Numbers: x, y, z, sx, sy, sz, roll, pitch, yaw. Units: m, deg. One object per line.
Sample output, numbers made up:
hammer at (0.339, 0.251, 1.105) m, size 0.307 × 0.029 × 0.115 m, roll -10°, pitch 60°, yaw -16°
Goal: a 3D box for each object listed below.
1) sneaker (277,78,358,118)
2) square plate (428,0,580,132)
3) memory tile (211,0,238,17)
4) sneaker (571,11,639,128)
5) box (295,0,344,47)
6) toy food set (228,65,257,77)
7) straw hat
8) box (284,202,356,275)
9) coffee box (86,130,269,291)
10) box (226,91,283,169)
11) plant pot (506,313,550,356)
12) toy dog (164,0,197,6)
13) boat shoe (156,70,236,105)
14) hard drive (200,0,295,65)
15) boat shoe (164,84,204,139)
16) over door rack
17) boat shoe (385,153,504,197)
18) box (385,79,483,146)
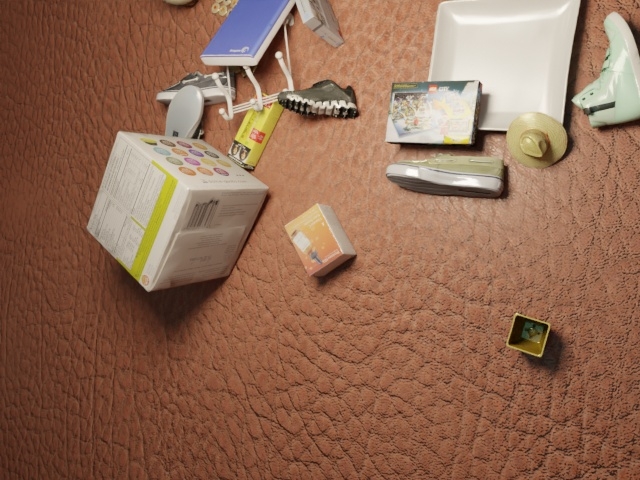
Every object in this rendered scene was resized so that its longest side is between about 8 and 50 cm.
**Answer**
sneaker at (-0.007, -0.418, 1.560) m, size 0.235 × 0.078 × 0.106 m, roll 5°, pitch 74°, yaw -7°
square plate at (0.449, -0.441, 1.367) m, size 0.348 × 0.049 × 0.343 m, roll 8°, pitch 90°, yaw 29°
memory tile at (-0.301, -0.805, 1.818) m, size 0.148 × 0.012 × 0.113 m, roll 28°, pitch 100°, yaw 27°
sneaker at (0.643, -0.384, 1.233) m, size 0.151 × 0.094 × 0.255 m, roll -15°, pitch 78°, yaw 30°
box at (-0.008, -0.653, 1.550) m, size 0.038 × 0.186 × 0.145 m, roll -25°, pitch 76°, yaw 27°
toy food set at (-0.248, -0.574, 1.772) m, size 0.122 × 0.019 × 0.077 m, roll 38°, pitch 104°, yaw 33°
straw hat at (0.505, -0.228, 1.280) m, size 0.145 × 0.061 × 0.144 m, roll 15°, pitch 123°, yaw 24°
box at (0.000, 0.000, 1.559) m, size 0.130 × 0.091 × 0.170 m, roll -35°, pitch 71°, yaw 22°
coffee box at (-0.434, -0.097, 1.639) m, size 0.334 × 0.338 × 0.338 m, roll 37°, pitch 113°, yaw 25°
box at (-0.205, -0.347, 1.710) m, size 0.087 × 0.058 × 0.232 m, roll 35°, pitch 103°, yaw 28°
plant pot at (0.497, 0.221, 1.278) m, size 0.081 × 0.083 × 0.081 m, roll 16°, pitch 94°, yaw 28°
toy dog at (-0.388, -0.941, 1.758) m, size 0.408 × 0.284 × 0.395 m, roll -26°, pitch 93°, yaw 26°
boat shoe at (-0.418, -0.513, 1.811) m, size 0.302 × 0.108 × 0.102 m, roll 0°, pitch 87°, yaw 26°
hard drive at (-0.209, -0.664, 1.649) m, size 0.210 × 0.040 × 0.318 m, roll 12°, pitch 65°, yaw 32°
boat shoe at (-0.442, -0.369, 1.795) m, size 0.113 × 0.105 × 0.306 m, roll 23°, pitch 115°, yaw 10°
over door rack at (-0.205, -0.547, 1.652) m, size 0.240 × 0.108 × 0.323 m, roll -10°, pitch 70°, yaw 21°
boat shoe at (0.323, -0.176, 1.401) m, size 0.303 × 0.109 × 0.094 m, roll 10°, pitch 76°, yaw 20°
box at (0.290, -0.328, 1.396) m, size 0.233 × 0.044 × 0.159 m, roll 8°, pitch 93°, yaw 31°
